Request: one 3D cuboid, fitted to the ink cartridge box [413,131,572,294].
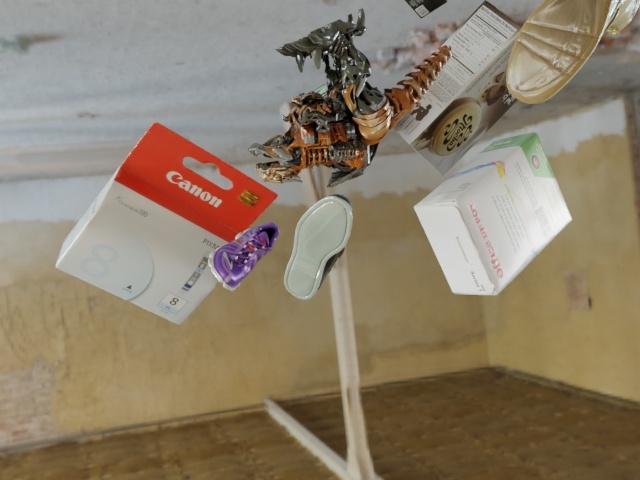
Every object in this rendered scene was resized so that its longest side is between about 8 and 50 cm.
[{"bbox_3d":[0.335,-0.051,1.445,0.278,0.201,0.117,-37,-162,-32],"label":"ink cartridge box"}]

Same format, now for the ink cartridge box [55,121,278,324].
[{"bbox_3d":[-0.319,-0.019,1.576,0.308,0.091,0.385,30,121,-26],"label":"ink cartridge box"}]

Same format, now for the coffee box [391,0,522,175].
[{"bbox_3d":[0.282,-0.295,1.489,0.297,0.119,0.168,-46,145,9],"label":"coffee box"}]

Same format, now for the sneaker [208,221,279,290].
[{"bbox_3d":[-0.118,0.015,1.197,0.071,0.068,0.170,-33,-167,34],"label":"sneaker"}]

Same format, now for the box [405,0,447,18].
[{"bbox_3d":[0.158,-0.400,1.166,0.052,0.083,0.062,-25,134,34],"label":"box"}]

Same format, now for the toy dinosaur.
[{"bbox_3d":[0.037,-0.206,1.104,0.322,0.218,0.164,-34,-164,-28],"label":"toy dinosaur"}]

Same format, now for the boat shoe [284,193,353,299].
[{"bbox_3d":[0.000,0.000,1.635,0.091,0.114,0.303,-55,177,-48],"label":"boat shoe"}]

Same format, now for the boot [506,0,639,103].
[{"bbox_3d":[0.354,-0.295,1.021,0.095,0.262,0.203,30,-167,21],"label":"boot"}]

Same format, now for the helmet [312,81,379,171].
[{"bbox_3d":[0.041,-0.221,1.413,0.169,0.162,0.169,24,176,2],"label":"helmet"}]
